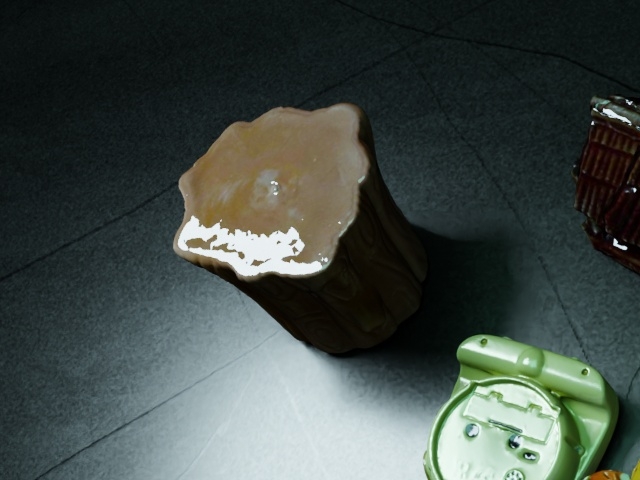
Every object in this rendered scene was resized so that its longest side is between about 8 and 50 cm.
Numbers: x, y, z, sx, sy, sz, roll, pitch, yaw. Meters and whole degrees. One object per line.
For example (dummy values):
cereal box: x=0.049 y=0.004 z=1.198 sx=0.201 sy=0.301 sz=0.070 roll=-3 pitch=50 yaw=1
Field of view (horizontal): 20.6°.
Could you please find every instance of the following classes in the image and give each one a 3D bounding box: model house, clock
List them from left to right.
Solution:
clock: x=0.176 y=0.214 z=1.698 sx=0.170 sy=0.069 sz=0.232 roll=15 pitch=71 yaw=32
model house: x=0.394 y=-0.095 z=1.629 sx=0.317 sy=0.282 sz=0.297 roll=36 pitch=83 yaw=36

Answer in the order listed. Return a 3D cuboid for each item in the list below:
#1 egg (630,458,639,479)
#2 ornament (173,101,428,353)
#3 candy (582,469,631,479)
egg: x=0.389 y=0.200 z=1.430 sx=0.337 sy=0.201 sz=0.337 roll=-29 pitch=13 yaw=8
ornament: x=0.000 y=0.000 z=1.812 sx=0.235 sy=0.217 sz=0.221 roll=-41 pitch=53 yaw=0
candy: x=0.320 y=0.328 z=1.577 sx=0.078 sy=0.084 sz=0.287 roll=-40 pitch=63 yaw=8
